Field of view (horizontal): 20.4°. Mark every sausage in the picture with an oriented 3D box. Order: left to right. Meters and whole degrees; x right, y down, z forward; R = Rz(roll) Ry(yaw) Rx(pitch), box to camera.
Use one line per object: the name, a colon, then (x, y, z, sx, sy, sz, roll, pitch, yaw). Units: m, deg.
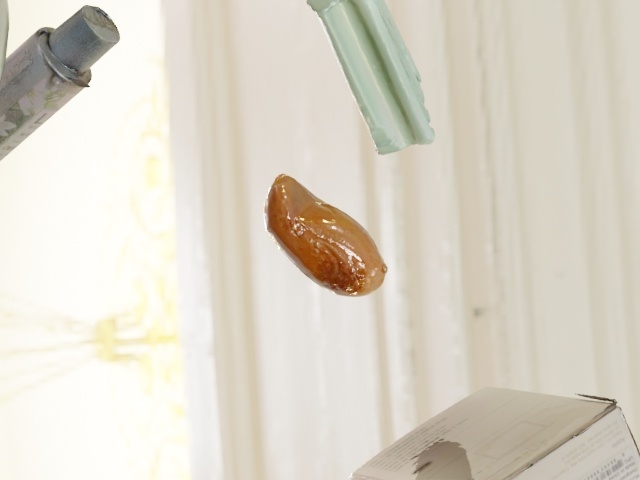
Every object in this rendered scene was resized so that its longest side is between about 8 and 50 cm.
sausage: (0.000, 0.000, 2.101, 0.179, 0.089, 0.089, 43, -38, -4)

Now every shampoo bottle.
shampoo bottle: (-0.263, -0.128, 1.571, 0.214, 0.072, 0.072, -37, -123, 26)

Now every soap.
soap: (0.044, -0.184, 1.693, 0.114, 0.063, 0.198, -101, 167, -48)

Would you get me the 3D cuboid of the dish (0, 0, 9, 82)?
dish: (-0.349, -0.166, 1.417, 0.256, 0.117, 0.256, 6, -75, 25)

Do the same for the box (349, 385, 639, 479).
box: (0.181, 0.245, 1.852, 0.251, 0.203, 0.106, 1, -61, 61)
